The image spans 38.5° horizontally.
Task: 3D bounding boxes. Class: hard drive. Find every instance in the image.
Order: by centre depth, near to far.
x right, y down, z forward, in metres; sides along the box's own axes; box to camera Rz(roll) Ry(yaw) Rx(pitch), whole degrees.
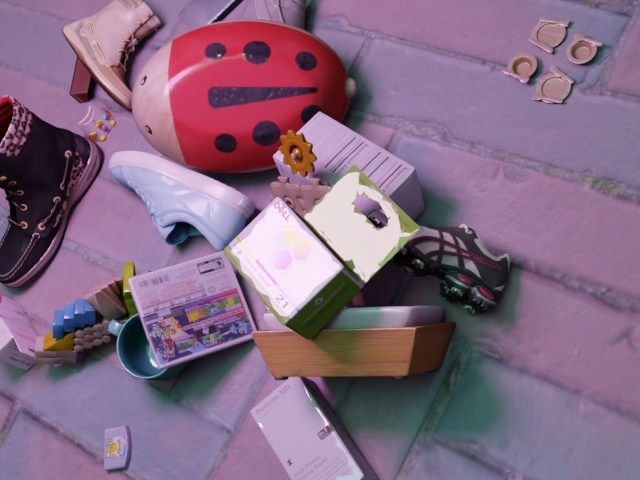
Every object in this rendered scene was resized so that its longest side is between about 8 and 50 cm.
[{"bbox_3d":[-0.253,-0.534,2.095,0.135,0.022,0.094,-42,59,4],"label":"hard drive"}]

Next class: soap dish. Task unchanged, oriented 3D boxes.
[{"bbox_3d":[0.062,0.173,1.565,0.291,0.229,0.118,-4,86,23],"label":"soap dish"}]

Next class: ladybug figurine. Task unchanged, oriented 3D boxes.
[{"bbox_3d":[-0.152,-0.283,1.790,0.450,0.162,0.304,-9,97,0],"label":"ladybug figurine"}]

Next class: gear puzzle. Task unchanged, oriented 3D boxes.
[{"bbox_3d":[-0.010,-0.044,1.648,0.176,0.338,0.044,8,32,44],"label":"gear puzzle"}]

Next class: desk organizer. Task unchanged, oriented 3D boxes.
[{"bbox_3d":[-0.549,-0.394,2.164,0.050,0.047,0.130,-2,70,22],"label":"desk organizer"}]

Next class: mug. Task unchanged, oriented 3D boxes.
[{"bbox_3d":[-0.323,0.197,1.788,0.129,0.097,0.157,-35,71,7],"label":"mug"}]

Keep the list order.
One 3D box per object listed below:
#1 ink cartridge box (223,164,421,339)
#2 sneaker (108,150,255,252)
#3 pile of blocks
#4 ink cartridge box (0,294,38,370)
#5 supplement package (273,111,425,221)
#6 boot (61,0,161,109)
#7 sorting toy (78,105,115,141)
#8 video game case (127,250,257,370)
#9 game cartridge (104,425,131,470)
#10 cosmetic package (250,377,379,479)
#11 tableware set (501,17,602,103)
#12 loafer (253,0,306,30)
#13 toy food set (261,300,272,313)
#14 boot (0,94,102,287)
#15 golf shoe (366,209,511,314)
[{"bbox_3d":[0.000,0.000,1.472,0.255,0.097,0.189,-45,57,3],"label":"ink cartridge box"},{"bbox_3d":[-0.317,-0.077,1.882,0.366,0.135,0.150,20,76,30],"label":"sneaker"},{"bbox_3d":[-0.441,0.125,1.852,0.362,0.149,0.112,-25,42,12],"label":"pile of blocks"},{"bbox_3d":[-0.661,0.202,1.942,0.067,0.115,0.198,-45,58,2],"label":"ink cartridge box"},{"bbox_3d":[0.055,-0.107,1.705,0.244,0.139,0.134,35,72,30],"label":"supplement package"},{"bbox_3d":[-0.446,-0.443,2.101,0.203,0.095,0.262,-36,70,-9],"label":"boot"},{"bbox_3d":[-0.514,-0.270,2.082,0.045,0.075,0.083,28,84,31],"label":"sorting toy"},{"bbox_3d":[-0.241,0.130,1.740,0.201,0.023,0.183,-17,76,-24],"label":"video game case"},{"bbox_3d":[-0.398,0.407,1.799,0.056,0.017,0.083,-12,66,16],"label":"game cartridge"},{"bbox_3d":[-0.013,0.358,1.600,0.117,0.085,0.231,-41,60,5],"label":"cosmetic package"},{"bbox_3d":[0.429,-0.337,1.704,0.141,0.020,0.168,35,87,31],"label":"tableware set"},{"bbox_3d":[-0.079,-0.501,1.950,0.111,0.112,0.319,-33,59,20],"label":"loafer"},{"bbox_3d":[-0.074,0.112,1.761,0.083,0.020,0.083,24,82,30],"label":"toy food set"},{"bbox_3d":[-0.657,-0.105,1.961,0.138,0.284,0.377,28,83,31],"label":"boot"},{"bbox_3d":[0.201,0.014,1.581,0.273,0.105,0.120,34,74,-8],"label":"golf shoe"}]
